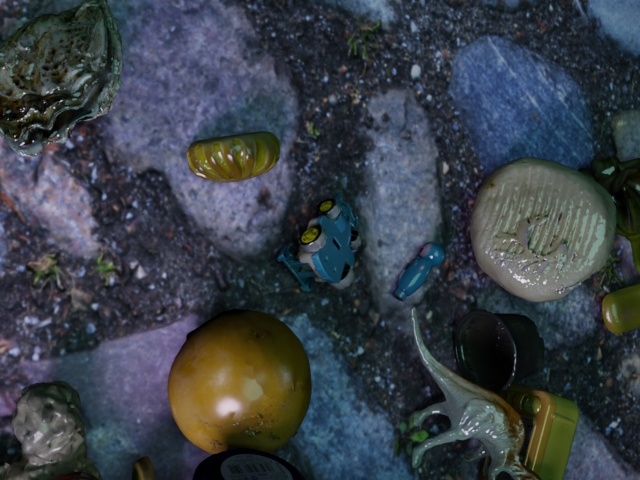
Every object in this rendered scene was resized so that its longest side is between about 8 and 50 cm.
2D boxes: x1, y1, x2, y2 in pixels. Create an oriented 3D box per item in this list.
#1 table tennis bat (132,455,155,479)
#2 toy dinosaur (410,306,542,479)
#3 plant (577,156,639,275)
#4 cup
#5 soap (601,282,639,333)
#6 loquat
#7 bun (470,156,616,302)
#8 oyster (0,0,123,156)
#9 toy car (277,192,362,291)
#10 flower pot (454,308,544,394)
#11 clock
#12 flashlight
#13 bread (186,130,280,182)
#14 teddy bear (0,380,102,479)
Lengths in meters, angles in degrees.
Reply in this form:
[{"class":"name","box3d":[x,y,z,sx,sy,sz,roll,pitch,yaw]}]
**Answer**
[{"class":"table tennis bat","box3d":[-0.261,0.481,1.224,0.050,0.198,0.320,-3,111,-20]},{"class":"toy dinosaur","box3d":[0.241,0.302,1.429,0.206,0.092,0.392,-21,81,14]},{"class":"plant","box3d":[0.647,-0.024,1.593,0.251,0.180,0.333,-25,96,-24]},{"class":"cup","box3d":[-0.132,0.423,1.158,0.179,0.255,0.256,7,105,-26]},{"class":"soap","box3d":[0.632,0.139,1.655,0.140,0.045,0.088,-14,95,-22]},{"class":"loquat","box3d":[-0.124,0.224,1.255,0.235,0.235,0.234,1,87,-22]},{"class":"bun","box3d":[0.408,-0.017,1.504,0.273,0.168,0.272,-2,82,15]},{"class":"oyster","box3d":[-0.397,-0.258,1.245,0.268,0.112,0.198,-39,80,-11]},{"class":"toy car","box3d":[0.000,0.000,1.401,0.126,0.098,0.161,54,39,-39]},{"class":"flower pot","box3d":[0.336,0.197,1.487,0.107,0.157,0.157,-7,90,-34]},{"class":"clock","box3d":[0.384,0.378,1.494,0.096,0.143,0.202,21,80,-26]},{"class":"flashlight","box3d":[0.182,0.058,1.480,0.051,0.051,0.129,42,76,-15]},{"class":"bread","box3d":[-0.133,-0.144,1.345,0.157,0.094,0.082,-11,88,-30]},{"class":"teddy bear","box3d":[-0.463,0.421,1.128,0.368,0.224,0.357,-20,76,-20]}]
